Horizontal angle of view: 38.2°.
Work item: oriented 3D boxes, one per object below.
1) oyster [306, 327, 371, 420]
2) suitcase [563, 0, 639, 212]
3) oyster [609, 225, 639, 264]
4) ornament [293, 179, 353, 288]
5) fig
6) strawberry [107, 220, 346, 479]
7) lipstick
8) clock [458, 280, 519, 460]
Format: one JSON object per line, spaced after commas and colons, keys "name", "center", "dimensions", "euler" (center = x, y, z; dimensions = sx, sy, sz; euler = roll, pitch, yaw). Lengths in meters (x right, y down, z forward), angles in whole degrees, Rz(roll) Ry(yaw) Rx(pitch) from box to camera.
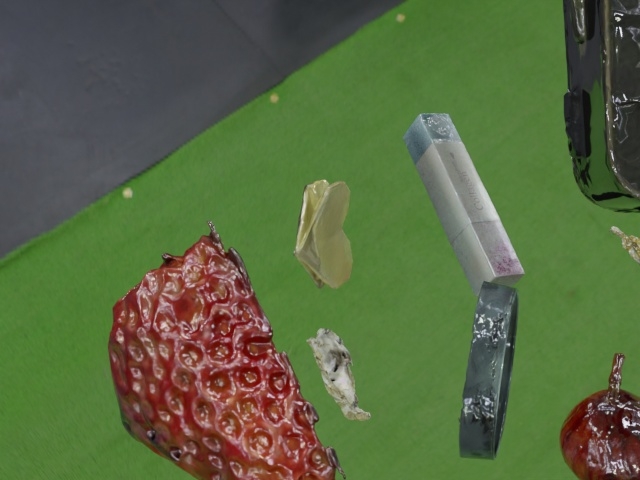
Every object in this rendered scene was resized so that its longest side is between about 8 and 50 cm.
{"name": "oyster", "center": [0.026, 0.273, 1.860], "dimensions": [0.106, 0.061, 0.200], "euler": [-4, 75, -39]}
{"name": "suitcase", "center": [0.290, -0.215, 0.599], "dimensions": [0.283, 0.194, 0.434], "euler": [-2, 89, 6]}
{"name": "oyster", "center": [0.413, 0.034, 1.137], "dimensions": [0.146, 0.045, 0.121], "euler": [51, 37, 14]}
{"name": "ornament", "center": [0.000, 0.000, 1.677], "dimensions": [0.059, 0.201, 0.180], "euler": [4, 20, 29]}
{"name": "fig", "center": [0.355, 0.224, 1.078], "dimensions": [0.128, 0.150, 0.128], "euler": [23, 29, -14]}
{"name": "strawberry", "center": [-0.116, 0.157, 0.911], "dimensions": [0.150, 0.253, 0.280], "euler": [-22, 76, -22]}
{"name": "lipstick", "center": [0.228, -0.063, 1.500], "dimensions": [0.066, 0.068, 0.317], "euler": [-4, 59, -30]}
{"name": "clock", "center": [0.214, 0.165, 1.165], "dimensions": [0.049, 0.226, 0.226], "euler": [8, 65, 15]}
